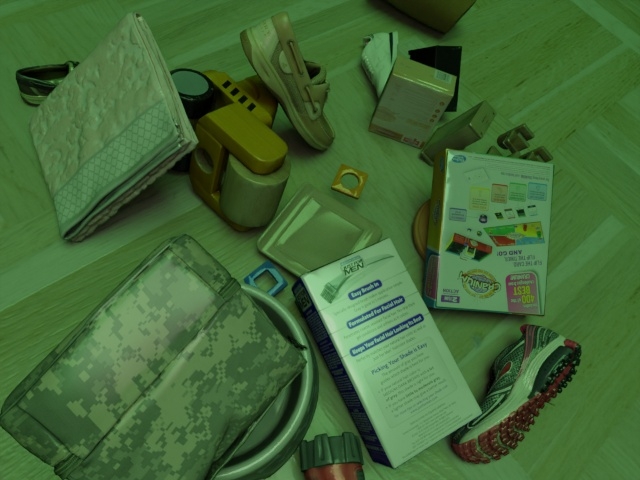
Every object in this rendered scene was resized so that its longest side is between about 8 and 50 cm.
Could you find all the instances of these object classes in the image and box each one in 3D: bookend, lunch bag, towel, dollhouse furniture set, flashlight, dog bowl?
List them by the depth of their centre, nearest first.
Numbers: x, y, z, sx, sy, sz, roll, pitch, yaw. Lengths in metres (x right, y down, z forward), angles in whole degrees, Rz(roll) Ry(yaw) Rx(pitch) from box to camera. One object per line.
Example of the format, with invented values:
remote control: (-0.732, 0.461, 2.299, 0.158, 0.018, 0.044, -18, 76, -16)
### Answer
lunch bag: (-0.192, 0.185, 0.621, 0.256, 0.212, 0.305, 43, 68, -6)
flashlight: (0.031, 0.448, 0.704, 0.103, 0.103, 0.304, 4, 56, -16)
dog bowl: (-0.169, 0.221, 0.779, 0.349, 0.102, 0.348, 3, 64, -6)
towel: (-0.402, -0.208, 0.889, 0.332, 0.053, 0.316, -34, 68, 18)
dollhouse furniture set: (0.389, -0.182, 1.148, 0.242, 0.161, 0.212, 45, 60, -13)
bookend: (0.289, -0.417, 1.253, 0.072, 0.156, 0.157, -5, 107, -15)

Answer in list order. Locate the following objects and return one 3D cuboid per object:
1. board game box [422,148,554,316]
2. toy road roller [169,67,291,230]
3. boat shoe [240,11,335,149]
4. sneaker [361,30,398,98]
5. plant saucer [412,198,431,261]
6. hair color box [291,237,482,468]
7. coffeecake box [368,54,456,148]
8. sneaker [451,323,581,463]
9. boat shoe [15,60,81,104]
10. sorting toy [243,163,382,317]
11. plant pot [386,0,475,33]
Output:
board game box: (0.343, -0.013, 0.984, 0.242, 0.064, 0.316, 6, 87, -10)
toy road roller: (-0.158, -0.208, 0.981, 0.329, 0.202, 0.241, 45, 51, 14)
boat shoe: (-0.031, -0.308, 0.989, 0.110, 0.341, 0.121, -26, 59, 13)
sneaker: (0.152, -0.451, 1.255, 0.095, 0.090, 0.235, 4, 57, 4)
plant saucer: (0.302, -0.016, 1.051, 0.200, 0.037, 0.199, 3, 70, -9)
hair color box: (0.107, 0.187, 0.843, 0.185, 0.110, 0.338, -22, 79, -20)
coffeecake box: (0.209, -0.316, 1.125, 0.142, 0.185, 0.068, 19, 60, -3)
sneaker: (0.346, 0.281, 0.886, 0.299, 0.120, 0.112, -39, 40, -17)
boat shoe: (-0.529, -0.347, 1.038, 0.224, 0.073, 0.080, -15, 66, -19)
sorting toy: (0.000, 0.000, 0.972, 0.196, 0.047, 0.347, 34, 71, 8)
plant pot: (0.311, -0.726, 1.366, 0.254, 0.237, 0.237, 44, 61, -3)
